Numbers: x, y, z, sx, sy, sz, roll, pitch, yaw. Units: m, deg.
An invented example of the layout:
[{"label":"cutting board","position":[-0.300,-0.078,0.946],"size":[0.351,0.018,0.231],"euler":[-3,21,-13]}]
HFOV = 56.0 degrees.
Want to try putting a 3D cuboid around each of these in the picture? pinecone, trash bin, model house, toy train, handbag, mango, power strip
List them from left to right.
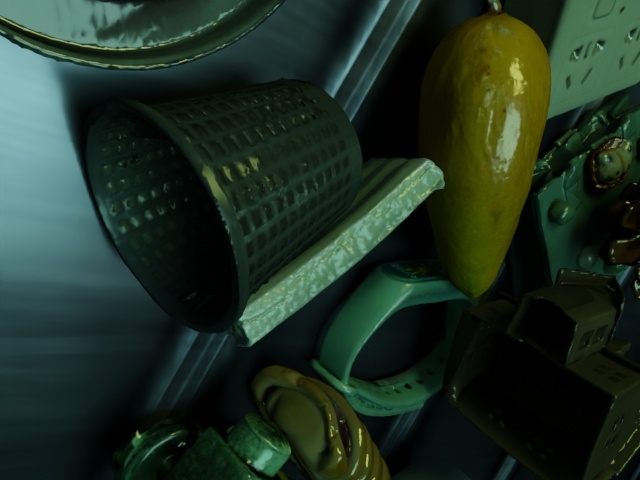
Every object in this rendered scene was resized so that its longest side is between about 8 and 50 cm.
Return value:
[{"label":"toy train","position":[-0.150,0.347,0.575],"size":[0.397,0.160,0.253],"euler":[-49,140,-8]},{"label":"trash bin","position":[-0.061,-0.043,0.453],"size":[0.161,0.175,0.175],"euler":[-33,130,-39]},{"label":"mango","position":[0.159,-0.082,0.605],"size":[0.176,0.119,0.316],"euler":[-72,159,-55]},{"label":"model house","position":[0.311,0.136,0.732],"size":[0.243,0.211,0.204],"euler":[-7,119,-41]},{"label":"power strip","position":[0.288,-0.287,0.648],"size":[0.230,0.141,0.261],"euler":[-24,139,-27]},{"label":"handbag","position":[0.382,-0.029,0.850],"size":[0.269,0.100,0.274],"euler":[-34,130,-20]},{"label":"pinecone","position":[0.462,-0.009,0.732],"size":[0.229,0.201,0.202],"euler":[-25,102,4]}]

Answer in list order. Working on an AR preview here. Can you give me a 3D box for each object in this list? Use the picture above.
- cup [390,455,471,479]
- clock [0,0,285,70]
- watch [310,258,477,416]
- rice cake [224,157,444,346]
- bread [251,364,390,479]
[{"label":"cup","position":[0.075,0.440,0.764],"size":[0.312,0.205,0.205],"euler":[-21,123,-29]},{"label":"clock","position":[-0.123,-0.264,0.344],"size":[0.319,0.066,0.318],"euler":[-19,123,-32]},{"label":"watch","position":[0.096,0.116,0.718],"size":[0.237,0.068,0.195],"euler":[-2,115,-42]},{"label":"rice cake","position":[0.000,0.000,0.545],"size":[0.237,0.127,0.043],"euler":[-37,109,-17]},{"label":"bread","position":[0.012,0.225,0.655],"size":[0.081,0.134,0.225],"euler":[-40,133,-20]}]
